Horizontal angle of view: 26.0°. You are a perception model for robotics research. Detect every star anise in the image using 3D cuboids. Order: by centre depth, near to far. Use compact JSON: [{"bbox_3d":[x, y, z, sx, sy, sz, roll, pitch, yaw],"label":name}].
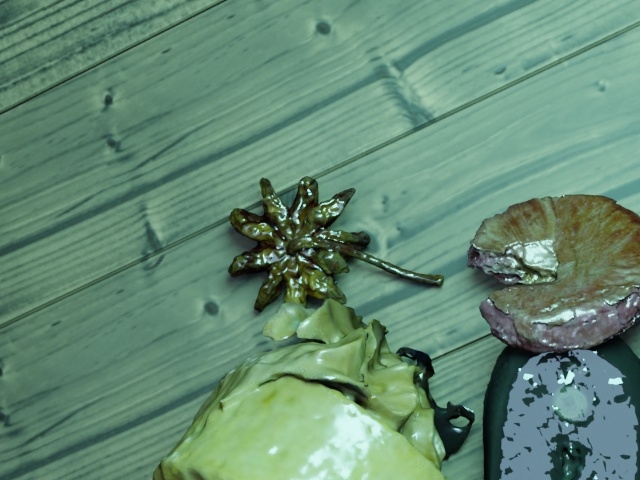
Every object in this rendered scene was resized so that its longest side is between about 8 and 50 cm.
[{"bbox_3d":[0.003,-0.001,1.554,0.234,0.073,0.177,-17,86,4],"label":"star anise"}]

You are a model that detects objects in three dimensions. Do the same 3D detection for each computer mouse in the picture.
[{"bbox_3d":[0.253,0.242,1.426,0.183,0.116,0.323,4,86,13],"label":"computer mouse"}]

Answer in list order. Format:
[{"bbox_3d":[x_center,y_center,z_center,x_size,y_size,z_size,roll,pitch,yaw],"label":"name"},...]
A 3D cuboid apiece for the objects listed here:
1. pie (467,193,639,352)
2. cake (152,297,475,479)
[{"bbox_3d":[0.250,0.026,1.433,0.204,0.054,0.218,-20,37,-7],"label":"pie"},{"bbox_3d":[0.033,0.223,1.417,0.332,0.332,0.321,27,59,17],"label":"cake"}]
